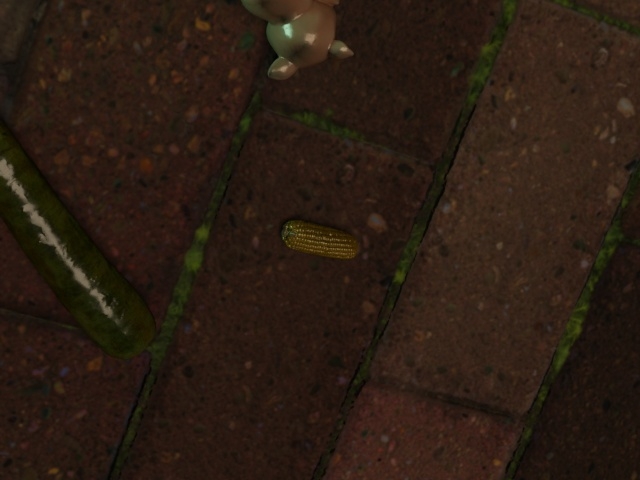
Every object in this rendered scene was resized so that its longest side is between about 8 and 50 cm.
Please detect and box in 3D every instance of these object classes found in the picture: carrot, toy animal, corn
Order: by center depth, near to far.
[{"bbox_3d":[-0.036,-0.241,1.512,0.150,0.083,0.089,52,45,-16],"label":"toy animal"},{"bbox_3d":[-0.293,-0.016,1.513,0.074,0.074,0.358,-35,114,-4],"label":"carrot"},{"bbox_3d":[0.000,0.000,1.631,0.092,0.037,0.037,13,104,-25],"label":"corn"}]
